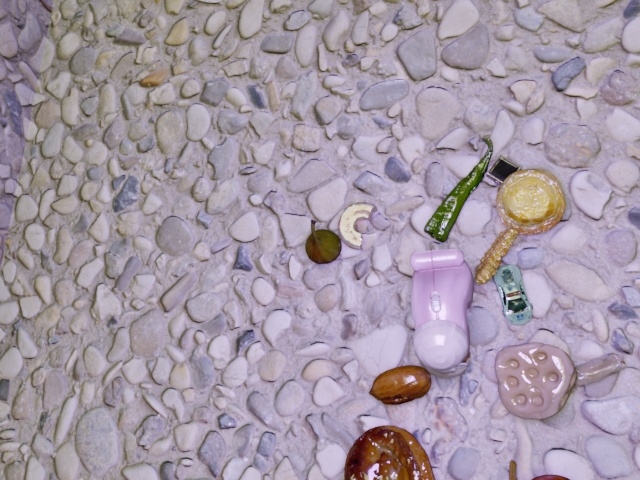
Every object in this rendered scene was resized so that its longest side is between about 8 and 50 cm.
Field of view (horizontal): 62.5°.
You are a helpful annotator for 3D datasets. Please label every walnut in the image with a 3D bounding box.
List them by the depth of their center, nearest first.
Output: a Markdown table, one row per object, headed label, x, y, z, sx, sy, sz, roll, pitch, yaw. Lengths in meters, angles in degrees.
| label | x | y | z | sx | sy | sz | roll | pitch | yaw |
| --- | --- | --- | --- | --- | --- | --- | --- | --- | --- |
| walnut | 0.242 | 0.443 | 1.612 | 0.207 | 0.115 | 0.116 | -20 | 72 | 19 |

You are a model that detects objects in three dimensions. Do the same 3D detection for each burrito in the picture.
| label | x | y | z | sx | sy | sz | roll | pitch | yaw |
| --- | --- | --- | --- | --- | --- | --- | --- | --- | --- |
| burrito | 0.773 | 0.372 | 1.498 | 0.188 | 0.045 | 0.058 | -27 | 72 | 10 |

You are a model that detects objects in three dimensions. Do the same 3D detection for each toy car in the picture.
| label | x | y | z | sx | sy | sz | roll | pitch | yaw |
| --- | --- | --- | --- | --- | --- | --- | --- | --- | --- |
| toy car | 0.586 | 0.162 | 1.599 | 0.093 | 0.058 | 0.186 | -15 | 73 | 12 |

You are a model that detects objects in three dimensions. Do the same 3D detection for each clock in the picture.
| label | x | y | z | sx | sy | sz | roll | pitch | yaw |
| --- | --- | --- | --- | --- | --- | --- | --- | --- | --- |
| clock | 0.350 | 0.221 | 1.519 | 0.183 | 0.342 | 0.326 | -3 | 68 | 22 |

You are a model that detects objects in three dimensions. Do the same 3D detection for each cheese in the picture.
| label | x | y | z | sx | sy | sz | roll | pitch | yaw |
| --- | --- | --- | --- | --- | --- | --- | --- | --- | --- |
| cheese | 0.602 | 0.387 | 1.495 | 0.235 | 0.117 | 0.218 | -50 | 57 | 19 |

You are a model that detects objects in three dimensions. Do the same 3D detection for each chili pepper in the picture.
| label | x | y | z | sx | sy | sz | roll | pitch | yaw |
| --- | --- | --- | --- | --- | --- | --- | --- | --- | --- |
| chili pepper | 0.455 | -0.163 | 1.705 | 0.084 | 0.076 | 0.359 | 30 | 92 | 3 |

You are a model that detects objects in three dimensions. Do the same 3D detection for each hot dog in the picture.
| label | x | y | z | sx | sy | sz | roll | pitch | yaw |
| --- | --- | --- | --- | --- | --- | --- | --- | --- | --- |
| hot dog | 0.218 | 0.735 | 1.518 | 0.266 | 0.174 | 0.388 | -20 | 73 | 14 |

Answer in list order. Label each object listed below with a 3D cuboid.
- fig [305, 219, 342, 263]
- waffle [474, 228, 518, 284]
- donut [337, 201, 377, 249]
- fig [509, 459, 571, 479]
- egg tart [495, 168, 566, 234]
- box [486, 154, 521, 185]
| label | x | y | z | sx | sy | sz | roll | pitch | yaw |
| --- | --- | --- | --- | --- | --- | --- | --- | --- | --- |
| fig | 0.000 | 0.000 | 1.723 | 0.124 | 0.236 | 0.125 | -3 | 69 | 9 |
| waffle | 0.529 | 0.052 | 1.596 | 0.051 | 0.149 | 0.194 | 35 | 89 | 4 |
| donut | 0.117 | -0.056 | 1.789 | 0.108 | 0.065 | 0.166 | 20 | 86 | 16 |
| fig | 0.595 | 0.713 | 1.425 | 0.207 | 0.175 | 0.175 | 9 | 80 | 34 |
| egg tart | 0.644 | -0.114 | 1.627 | 0.212 | 0.090 | 0.213 | -4 | 76 | 14 |
| box | 0.587 | -0.219 | 1.697 | 0.079 | 0.035 | 0.083 | 37 | 89 | 21 |
